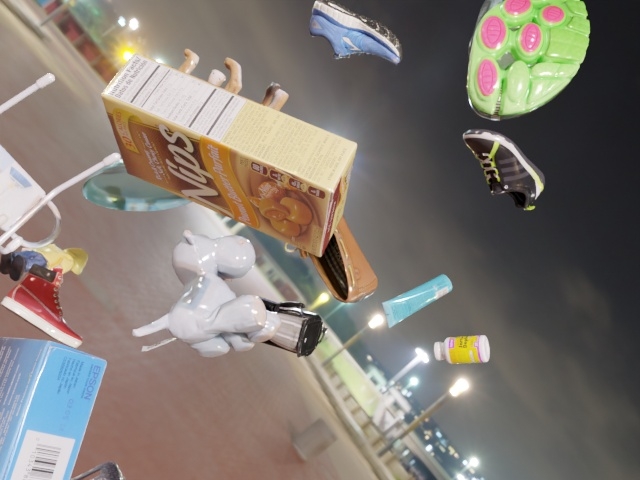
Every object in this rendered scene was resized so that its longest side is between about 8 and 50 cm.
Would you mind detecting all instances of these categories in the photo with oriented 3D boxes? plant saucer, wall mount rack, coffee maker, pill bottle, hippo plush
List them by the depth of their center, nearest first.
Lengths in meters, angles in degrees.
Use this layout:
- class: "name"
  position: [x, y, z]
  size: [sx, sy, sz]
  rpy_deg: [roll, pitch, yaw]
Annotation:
- class: "pill bottle"
  position: [0.229, 0.177, 1.081]
  size: [0.043, 0.083, 0.043]
  rpy_deg: [31, 55, -59]
- class: "wall mount rack"
  position: [-0.598, -0.151, 1.331]
  size: [0.130, 0.304, 0.350]
  rpy_deg: [9, -38, 47]
- class: "hippo plush"
  position: [-0.241, 0.111, 1.440]
  size: [0.234, 0.294, 0.236]
  rpy_deg: [101, -18, -64]
- class: "coffee maker"
  position: [-0.097, 0.211, 1.609]
  size: [0.178, 0.120, 0.171]
  rpy_deg: [16, -19, 20]
- class: "plant saucer"
  position: [-0.453, -0.149, 1.731]
  size: [0.317, 0.318, 0.043]
  rpy_deg: [65, 17, -73]

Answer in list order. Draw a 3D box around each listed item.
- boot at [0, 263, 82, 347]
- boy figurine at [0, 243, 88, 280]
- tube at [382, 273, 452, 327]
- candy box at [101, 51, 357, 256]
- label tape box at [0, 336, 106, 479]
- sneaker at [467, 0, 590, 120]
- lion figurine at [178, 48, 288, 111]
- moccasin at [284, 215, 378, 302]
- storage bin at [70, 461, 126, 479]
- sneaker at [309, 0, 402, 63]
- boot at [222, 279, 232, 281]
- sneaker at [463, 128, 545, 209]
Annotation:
- class: "boot"
  position: [-0.749, 0.181, 1.899]
  size: [0.244, 0.176, 0.088]
  rpy_deg: [41, -26, -17]
- class: "boy figurine"
  position: [-0.850, 0.063, 2.074]
  size: [0.177, 0.092, 0.285]
  rpy_deg: [23, 9, 22]
- class: "tube"
  position: [0.264, 0.160, 1.825]
  size: [0.052, 0.207, 0.080]
  rpy_deg: [20, -47, 64]
- class: "candy box"
  position: [-0.119, -0.109, 0.894]
  size: [0.316, 0.087, 0.183]
  rpy_deg: [23, -27, 7]
- class: "label tape box"
  position: [-0.494, 0.277, 1.031]
  size: [0.334, 0.240, 0.106]
  rpy_deg: [-4, -25, 41]
- class: "sneaker"
  position: [0.358, -0.351, 1.182]
  size: [0.185, 0.483, 0.202]
  rpy_deg: [22, -39, 6]
- class: "lion figurine"
  position: [-0.238, -0.235, 1.312]
  size: [0.142, 0.240, 0.392]
  rpy_deg: [33, -5, -38]
- class: "moccasin"
  position: [-0.002, 0.002, 1.753]
  size: [0.147, 0.139, 0.380]
  rpy_deg: [-9, 67, -50]
- class: "storage bin"
  position: [-0.480, 0.587, 1.473]
  size: [0.084, 0.122, 0.180]
  rpy_deg: [50, -23, 42]
- class: "sneaker"
  position: [0.114, -0.655, 2.176]
  size: [0.330, 0.147, 0.130]
  rpy_deg: [26, 31, -2]
- class: "boot"
  position: [-0.267, 0.099, 1.807]
  size: [0.114, 0.037, 0.106]
  rpy_deg: [9, -26, 44]
- class: "sneaker"
  position: [0.387, -0.145, 1.413]
  size: [0.235, 0.097, 0.084]
  rpy_deg: [34, -11, -20]
